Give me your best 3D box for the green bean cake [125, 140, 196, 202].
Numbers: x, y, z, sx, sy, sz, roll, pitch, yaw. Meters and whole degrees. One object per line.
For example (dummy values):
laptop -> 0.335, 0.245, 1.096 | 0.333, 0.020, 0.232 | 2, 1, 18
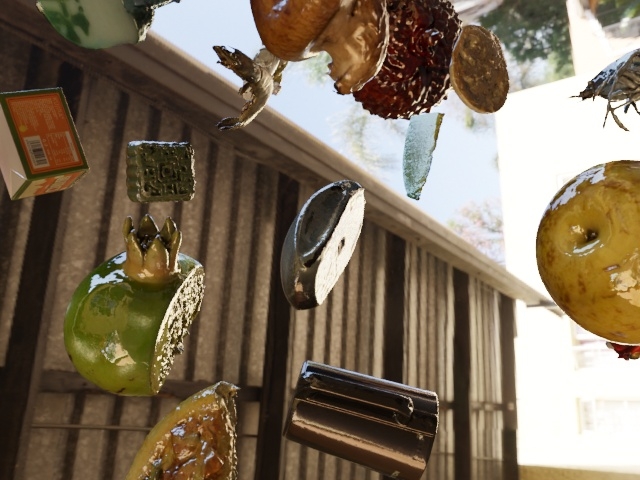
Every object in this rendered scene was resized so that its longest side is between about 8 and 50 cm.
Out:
green bean cake -> -0.449, -0.193, 1.654 | 0.181, 0.094, 0.173 | -3, -84, -34

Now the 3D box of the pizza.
pizza -> -0.169, 0.312, 0.699 | 0.292, 0.197, 0.058 | -57, -39, -1

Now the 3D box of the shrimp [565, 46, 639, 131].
shrimp -> 0.789, -0.394, 1.369 | 0.221, 0.410, 0.166 | 8, -121, -39

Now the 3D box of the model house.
model house -> -0.457, -0.627, 1.375 | 0.329, 0.294, 0.252 | -52, -48, -39

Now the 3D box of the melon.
melon -> 0.213, -0.172, 1.196 | 0.053, 0.114, 0.262 | 28, -127, -20

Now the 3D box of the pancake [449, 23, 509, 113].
pancake -> 0.271, -0.287, 0.983 | 0.151, 0.025, 0.152 | 1, -91, -32

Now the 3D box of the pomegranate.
pomegranate -> -0.359, 0.110, 1.112 | 0.310, 0.215, 0.359 | -65, -14, -59

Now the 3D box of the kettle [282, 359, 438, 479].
kettle -> 0.083, 0.391, 1.264 | 0.262, 0.307, 0.203 | 80, -153, -88

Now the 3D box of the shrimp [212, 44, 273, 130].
shrimp -> -0.165, -0.277, 1.100 | 0.148, 0.035, 0.195 | -52, -28, 8

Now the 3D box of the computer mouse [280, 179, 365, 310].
computer mouse -> -0.003, -0.002, 1.277 | 0.374, 0.114, 0.203 | -55, -29, -51

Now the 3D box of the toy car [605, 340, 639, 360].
toy car -> 0.590, 0.162, 1.141 | 0.112, 0.139, 0.112 | 13, -150, -13

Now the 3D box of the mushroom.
mushroom -> 0.053, -0.428, 0.954 | 0.259, 0.345, 0.345 | 41, -138, -1

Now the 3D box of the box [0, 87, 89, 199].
box -> -0.637, -0.216, 1.322 | 0.148, 0.177, 0.195 | -20, -89, -39

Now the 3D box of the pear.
pear -> 0.468, 0.020, 0.880 | 0.280, 0.280, 0.281 | 18, -112, -53

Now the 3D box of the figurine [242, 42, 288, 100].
figurine -> -0.138, -0.457, 1.540 | 0.128, 0.209, 0.184 | 37, -179, 0

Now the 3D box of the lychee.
lychee -> 0.241, -0.578, 1.778 | 0.500, 0.424, 0.425 | -160, 56, -78
